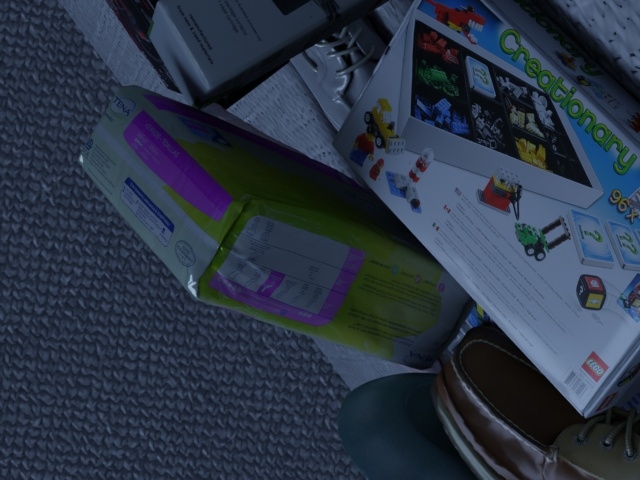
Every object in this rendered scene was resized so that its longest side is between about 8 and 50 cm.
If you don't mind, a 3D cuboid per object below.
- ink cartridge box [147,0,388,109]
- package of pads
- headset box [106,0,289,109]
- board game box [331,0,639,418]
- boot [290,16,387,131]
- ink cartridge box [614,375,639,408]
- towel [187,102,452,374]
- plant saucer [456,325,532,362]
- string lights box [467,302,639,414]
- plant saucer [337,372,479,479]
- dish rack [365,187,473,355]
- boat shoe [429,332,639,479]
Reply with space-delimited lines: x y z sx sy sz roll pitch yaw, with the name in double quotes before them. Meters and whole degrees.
"ink cartridge box" -0.034 -0.204 1.447 0.087 0.208 0.153 59 170 -1
"package of pads" -0.029 -0.007 1.442 0.296 0.101 0.229 20 -164 -43
"headset box" -0.179 -0.292 2.118 0.218 0.110 0.293 56 170 -19
"board game box" 0.154 -0.045 1.257 0.305 0.053 0.193 49 127 24
"boot" 0.013 -0.182 1.634 0.258 0.095 0.123 47 176 34
"ink cartridge box" 0.181 -0.005 1.421 0.273 0.115 0.198 47 170 26
"towel" 0.000 0.000 1.988 0.332 0.053 0.317 32 159 42
"plant saucer" 0.201 0.228 1.602 0.310 0.050 0.310 54 163 25
"string lights box" 0.217 0.095 1.583 0.260 0.076 0.133 53 169 32
"plant saucer" 0.112 0.162 1.412 0.195 0.195 0.037 46 129 36
"dish rack" 0.160 0.084 1.997 0.333 0.072 0.285 43 167 46
"boat shoe" 0.239 0.181 1.337 0.324 0.122 0.120 40 131 6
